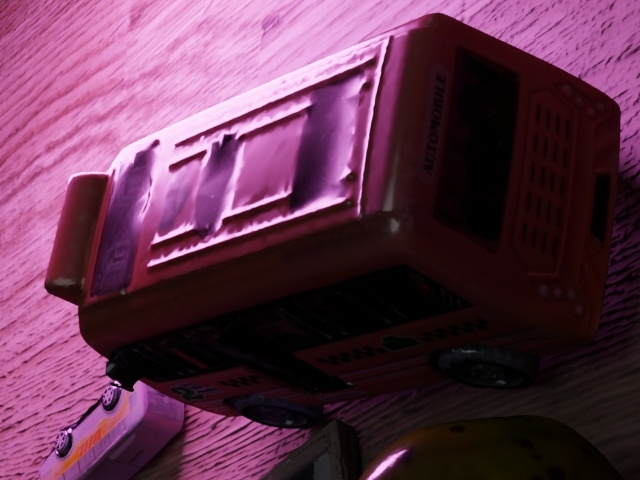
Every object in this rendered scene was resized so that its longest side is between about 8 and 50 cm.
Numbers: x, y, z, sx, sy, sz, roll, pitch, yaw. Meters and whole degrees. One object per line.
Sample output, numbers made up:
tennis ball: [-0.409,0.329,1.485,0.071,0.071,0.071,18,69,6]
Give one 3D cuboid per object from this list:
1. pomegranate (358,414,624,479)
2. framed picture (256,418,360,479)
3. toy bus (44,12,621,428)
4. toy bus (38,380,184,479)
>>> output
pomegranate: [0.085,0.214,0.997,0.246,0.198,0.198,-44,38,35]
framed picture: [-0.041,0.330,1.249,0.247,0.022,0.335,-40,40,33]
toy bus: [0.000,0.000,1.222,0.427,0.233,0.203,-18,55,48]
toy bus: [-0.190,0.184,1.528,0.172,0.057,0.072,-44,43,30]
